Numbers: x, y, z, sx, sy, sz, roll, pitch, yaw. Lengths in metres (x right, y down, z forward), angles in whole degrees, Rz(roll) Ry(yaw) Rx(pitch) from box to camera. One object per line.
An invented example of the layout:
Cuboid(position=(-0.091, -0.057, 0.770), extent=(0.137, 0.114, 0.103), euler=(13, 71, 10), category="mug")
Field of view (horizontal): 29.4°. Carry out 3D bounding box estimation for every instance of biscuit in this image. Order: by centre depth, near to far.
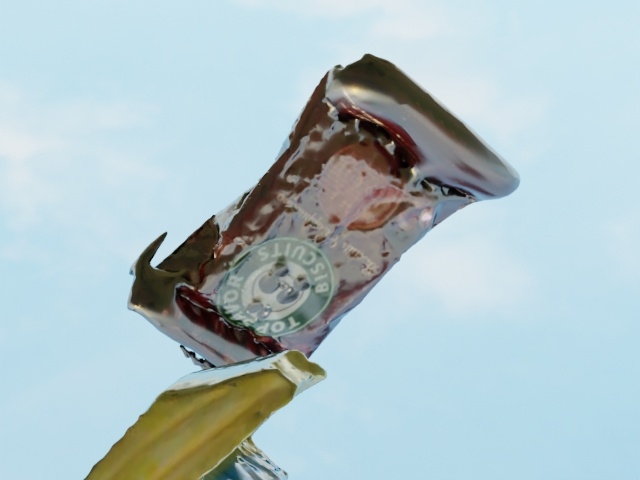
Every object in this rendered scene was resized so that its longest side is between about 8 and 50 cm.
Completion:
Cuboid(position=(-0.003, -0.004, 0.771), extent=(0.235, 0.151, 0.063), euler=(-45, -149, 8), category="biscuit")

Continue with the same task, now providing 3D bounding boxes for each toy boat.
Cuboid(position=(-0.057, 0.109, 0.455), extent=(0.066, 0.172, 0.065), euler=(40, -165, 12), category="toy boat")
